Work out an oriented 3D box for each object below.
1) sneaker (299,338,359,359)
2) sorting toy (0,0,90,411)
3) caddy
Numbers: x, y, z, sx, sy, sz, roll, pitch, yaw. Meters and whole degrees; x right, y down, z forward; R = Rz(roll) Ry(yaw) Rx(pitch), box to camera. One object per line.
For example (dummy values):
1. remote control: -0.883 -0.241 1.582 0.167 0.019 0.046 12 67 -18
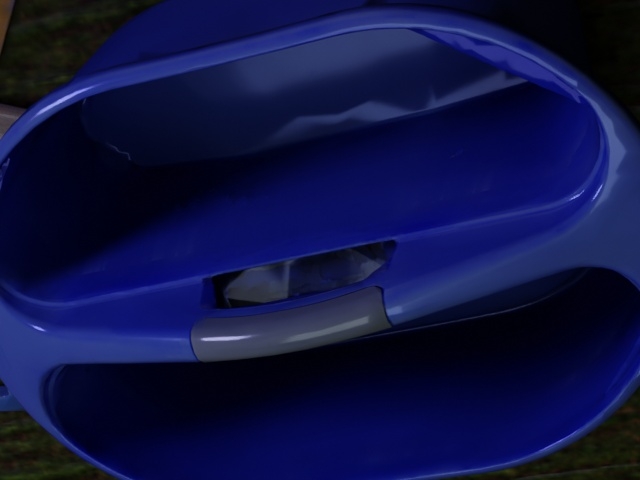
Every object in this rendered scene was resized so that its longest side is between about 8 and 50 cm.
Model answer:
1. sneaker: 0.013 0.049 1.007 0.052 0.058 0.135 11 133 -2
2. sorting toy: -0.230 -0.010 0.993 0.196 0.047 0.348 9 133 0
3. caddy: 0.000 0.000 0.849 0.341 0.179 0.241 -12 117 17
